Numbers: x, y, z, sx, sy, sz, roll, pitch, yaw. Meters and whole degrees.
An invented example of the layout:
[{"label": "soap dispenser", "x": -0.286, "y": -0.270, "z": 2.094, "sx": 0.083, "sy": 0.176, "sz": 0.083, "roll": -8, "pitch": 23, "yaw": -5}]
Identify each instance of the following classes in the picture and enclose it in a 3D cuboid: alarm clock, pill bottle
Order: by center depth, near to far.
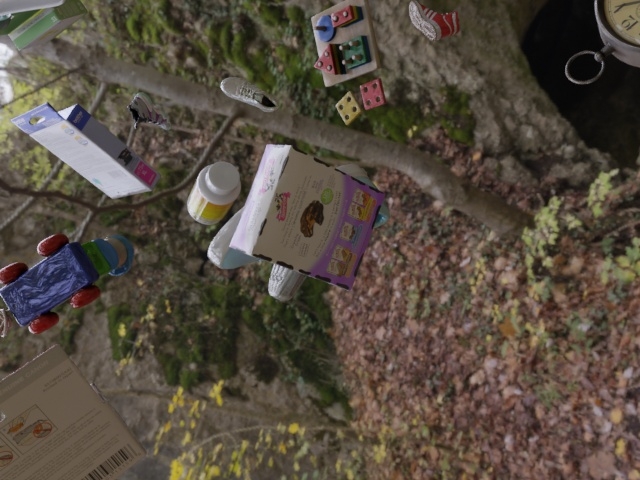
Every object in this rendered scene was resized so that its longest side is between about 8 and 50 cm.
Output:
[{"label": "alarm clock", "x": 0.342, "y": -0.233, "z": 0.608, "sx": 0.192, "sy": 0.129, "sz": 0.064, "roll": -38, "pitch": -26, "yaw": 16}, {"label": "pill bottle", "x": -0.287, "y": -0.131, "z": 1.584, "sx": 0.215, "sy": 0.117, "sz": 0.117, "roll": -41, "pitch": 27, "yaw": 60}]

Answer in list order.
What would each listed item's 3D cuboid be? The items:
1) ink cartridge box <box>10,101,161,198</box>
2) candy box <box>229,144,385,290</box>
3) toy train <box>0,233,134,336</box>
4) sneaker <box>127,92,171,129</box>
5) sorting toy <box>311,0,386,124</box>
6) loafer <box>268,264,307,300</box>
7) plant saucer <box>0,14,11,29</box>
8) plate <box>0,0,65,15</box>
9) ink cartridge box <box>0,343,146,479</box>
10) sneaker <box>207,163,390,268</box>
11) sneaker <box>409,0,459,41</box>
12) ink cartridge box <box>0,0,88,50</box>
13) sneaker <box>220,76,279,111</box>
[{"label": "ink cartridge box", "x": -0.559, "y": -0.221, "z": 1.404, "sx": 0.311, "sy": 0.186, "sz": 0.065, "roll": 42, "pitch": -125, "yaw": -39}, {"label": "candy box", "x": -0.015, "y": -0.032, "z": 0.877, "sx": 0.070, "sy": 0.196, "sz": 0.164, "roll": 16, "pitch": 85, "yaw": 53}, {"label": "toy train", "x": -0.405, "y": 0.073, "z": 0.878, "sx": 0.248, "sy": 0.105, "sz": 0.143, "roll": -30, "pitch": 3, "yaw": 20}, {"label": "sneaker", "x": -0.365, "y": -0.254, "z": 1.225, "sx": 0.038, "sy": 0.098, "sz": 0.069, "roll": -12, "pitch": 41, "yaw": 45}, {"label": "sorting toy", "x": 0.035, "y": -0.350, "z": 1.054, "sx": 0.046, "sy": 0.132, "sz": 0.274, "roll": -18, "pitch": -81, "yaw": -43}, {"label": "loafer", "x": 0.000, "y": 0.000, "z": 1.267, "sx": 0.319, "sy": 0.111, "sz": 0.112, "roll": -58, "pitch": 26, "yaw": -14}, {"label": "plant saucer", "x": -0.724, "y": -0.463, "z": 1.255, "sx": 0.119, "sy": 0.120, "sz": 0.021, "roll": -69, "pitch": -23, "yaw": -54}, {"label": "plate", "x": -0.510, "y": -0.508, "z": 0.941, "sx": 0.045, "sy": 0.278, "sz": 0.277, "roll": -28, "pitch": -62, "yaw": -56}, {"label": "ink cartridge box", "x": -0.394, "y": 0.279, "z": 0.728, "sx": 0.275, "sy": 0.060, "sz": 0.238, "roll": -36, "pitch": -54, "yaw": -23}, {"label": "sneaker", "x": -0.020, "y": -0.022, "z": 1.057, "sx": 0.366, "sy": 0.150, "sz": 0.135, "roll": -28, "pitch": -26, "yaw": -27}, {"label": "sneaker", "x": 0.219, "y": -0.423, "z": 1.109, "sx": 0.042, "sy": 0.067, "sz": 0.118, "roll": 89, "pitch": 160, "yaw": -53}, {"label": "ink cartridge box", "x": -0.718, "y": -0.535, "z": 1.456, "sx": 0.056, "sy": 0.171, "sz": 0.235, "roll": 60, "pitch": -152, "yaw": -20}, {"label": "sneaker", "x": -0.169, "y": -0.360, "z": 1.430, "sx": 0.053, "sy": 0.152, "sz": 0.061, "roll": -69, "pitch": 23, "yaw": 7}]
